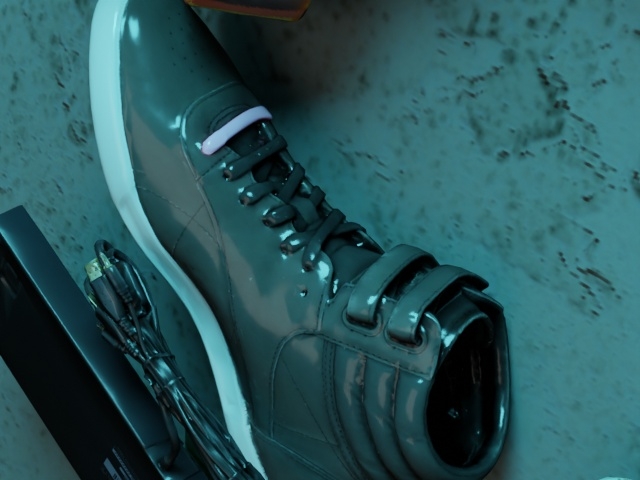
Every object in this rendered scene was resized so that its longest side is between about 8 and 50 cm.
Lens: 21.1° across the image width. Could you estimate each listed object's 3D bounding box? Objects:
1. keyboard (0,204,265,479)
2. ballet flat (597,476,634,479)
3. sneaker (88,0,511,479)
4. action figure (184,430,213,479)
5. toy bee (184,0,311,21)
[{"bbox_3d":[-0.075,0.114,0.861,0.317,0.033,0.201,54,151,11],"label":"keyboard"},{"bbox_3d":[0.157,0.305,0.789,0.147,0.147,0.409,-16,95,41],"label":"ballet flat"},{"bbox_3d":[0.000,0.000,0.815,0.147,0.104,0.295,-13,104,39],"label":"sneaker"},{"bbox_3d":[-0.014,0.214,0.933,0.232,0.063,0.137,31,120,22],"label":"action figure"},{"bbox_3d":[-0.017,-0.196,0.688,0.195,0.162,0.298,-8,130,4],"label":"toy bee"}]
